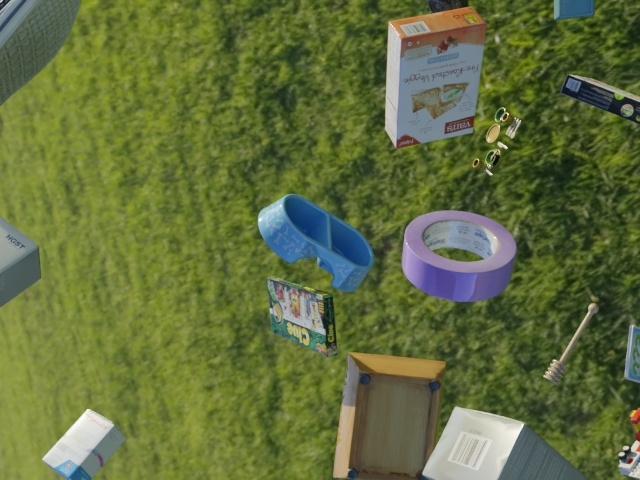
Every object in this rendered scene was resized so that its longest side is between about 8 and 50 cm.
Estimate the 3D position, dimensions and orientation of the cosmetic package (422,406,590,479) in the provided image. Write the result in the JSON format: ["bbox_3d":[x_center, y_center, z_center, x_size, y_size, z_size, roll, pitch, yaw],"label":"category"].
[{"bbox_3d":[0.252,0.309,0.957,0.238,0.107,0.127,39,160,-24],"label":"cosmetic package"}]

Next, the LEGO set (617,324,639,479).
[{"bbox_3d":[0.489,0.257,1.144,0.060,0.182,0.244,-1,74,48],"label":"LEGO set"}]

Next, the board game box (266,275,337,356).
[{"bbox_3d":[-0.045,0.164,1.793,0.259,0.030,0.136,11,111,59],"label":"board game box"}]

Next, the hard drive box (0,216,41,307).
[{"bbox_3d":[-0.590,0.049,1.260,0.181,0.232,0.089,33,138,15],"label":"hard drive box"}]

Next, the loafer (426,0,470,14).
[{"bbox_3d":[0.247,-0.426,1.538,0.078,0.076,0.223,10,168,20],"label":"loafer"}]

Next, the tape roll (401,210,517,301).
[{"bbox_3d":[0.341,0.034,1.997,0.275,0.274,0.090,39,138,42],"label":"tape roll"}]

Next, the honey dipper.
[{"bbox_3d":[0.448,0.181,1.429,0.030,0.161,0.030,31,177,2],"label":"honey dipper"}]

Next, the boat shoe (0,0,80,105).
[{"bbox_3d":[-0.622,-0.311,1.418,0.500,0.187,0.156,-38,88,20],"label":"boat shoe"}]

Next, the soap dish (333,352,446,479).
[{"bbox_3d":[0.159,0.408,1.804,0.118,0.228,0.291,-138,54,-86],"label":"soap dish"}]

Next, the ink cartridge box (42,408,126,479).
[{"bbox_3d":[-0.434,0.384,1.485,0.088,0.122,0.052,16,145,37],"label":"ink cartridge box"}]

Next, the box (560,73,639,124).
[{"bbox_3d":[0.534,-0.234,1.393,0.207,0.114,0.036,34,115,37],"label":"box"}]

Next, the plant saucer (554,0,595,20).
[{"bbox_3d":[0.414,-0.456,1.306,0.018,0.067,0.192,-82,-15,-66],"label":"plant saucer"}]

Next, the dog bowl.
[{"bbox_3d":[0.000,0.000,1.819,0.074,0.297,0.166,-43,30,30],"label":"dog bowl"}]

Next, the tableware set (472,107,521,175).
[{"bbox_3d":[0.408,-0.235,1.899,0.154,0.024,0.104,-64,25,18],"label":"tableware set"}]

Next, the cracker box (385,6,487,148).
[{"bbox_3d":[0.200,-0.284,1.428,0.232,0.155,0.067,87,165,-46],"label":"cracker box"}]
